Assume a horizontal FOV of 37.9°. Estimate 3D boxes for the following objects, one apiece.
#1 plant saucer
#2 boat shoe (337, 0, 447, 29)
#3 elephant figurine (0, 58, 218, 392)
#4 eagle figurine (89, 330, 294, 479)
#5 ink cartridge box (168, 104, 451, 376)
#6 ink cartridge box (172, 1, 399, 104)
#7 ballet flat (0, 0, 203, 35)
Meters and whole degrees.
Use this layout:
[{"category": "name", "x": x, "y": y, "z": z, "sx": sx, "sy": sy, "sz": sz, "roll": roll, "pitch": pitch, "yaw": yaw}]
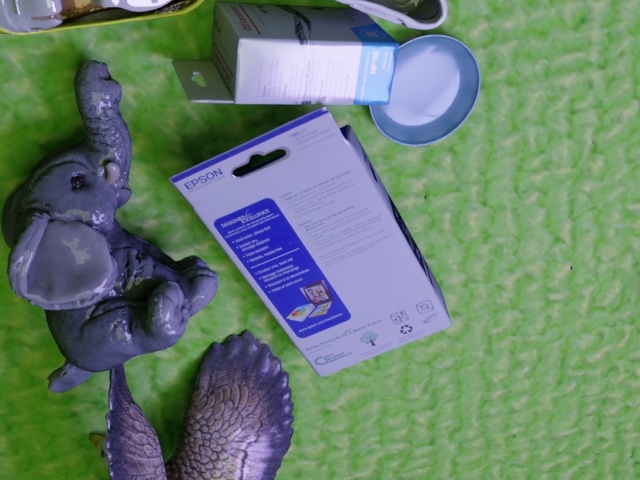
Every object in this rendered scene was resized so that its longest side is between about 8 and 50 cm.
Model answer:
[{"category": "plant saucer", "x": 0.102, "y": -0.153, "z": 0.938, "sx": 0.119, "sy": 0.021, "sz": 0.119, "roll": -9, "pitch": 124, "yaw": -14}, {"category": "boat shoe", "x": 0.002, "y": -0.262, "z": 0.786, "sx": 0.277, "sy": 0.096, "sz": 0.098, "roll": 21, "pitch": 113, "yaw": -29}, {"category": "elephant figurine", "x": -0.222, "y": -0.006, "z": 0.856, "sx": 0.169, "sy": 0.186, "sz": 0.239, "roll": -11, "pitch": 125, "yaw": 42}, {"category": "eagle figurine", "x": -0.168, "y": 0.262, "z": 1.008, "sx": 0.225, "sy": 0.226, "sz": 0.298, "roll": 26, "pitch": 116, "yaw": -9}, {"category": "ink cartridge box", "x": 0.000, "y": 0.000, "z": 0.943, "sx": 0.165, "sy": 0.065, "sz": 0.332, "roll": -22, "pitch": 132, "yaw": 11}, {"category": "ink cartridge box", "x": -0.034, "y": -0.167, "z": 0.829, "sx": 0.180, "sy": 0.104, "sz": 0.060, "roll": -2, "pitch": 121, "yaw": -19}, {"category": "ballet flat", "x": -0.199, "y": -0.206, "z": 0.762, "sx": 0.231, "sy": 0.077, "sz": 0.077, "roll": -9, "pitch": 124, "yaw": -14}]
